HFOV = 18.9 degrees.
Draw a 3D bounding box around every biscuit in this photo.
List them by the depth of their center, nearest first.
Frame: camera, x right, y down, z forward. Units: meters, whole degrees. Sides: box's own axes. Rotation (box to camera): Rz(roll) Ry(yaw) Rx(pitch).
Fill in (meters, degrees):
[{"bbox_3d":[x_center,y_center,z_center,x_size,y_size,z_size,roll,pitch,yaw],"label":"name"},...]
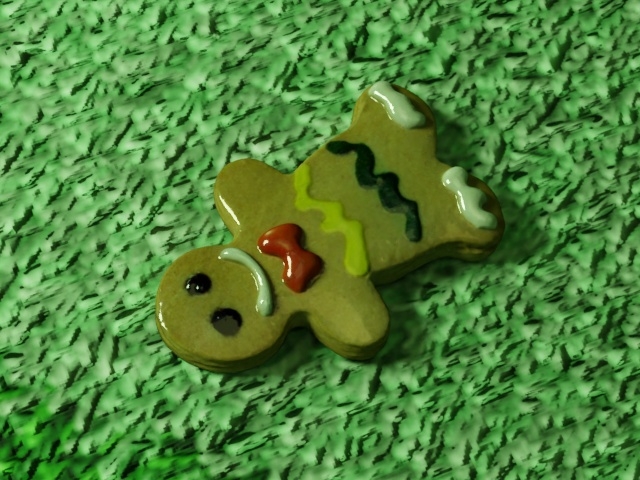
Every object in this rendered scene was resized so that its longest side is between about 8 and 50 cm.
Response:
[{"bbox_3d":[0.000,-0.001,1.224,0.240,0.035,0.158,-35,71,-22],"label":"biscuit"}]
